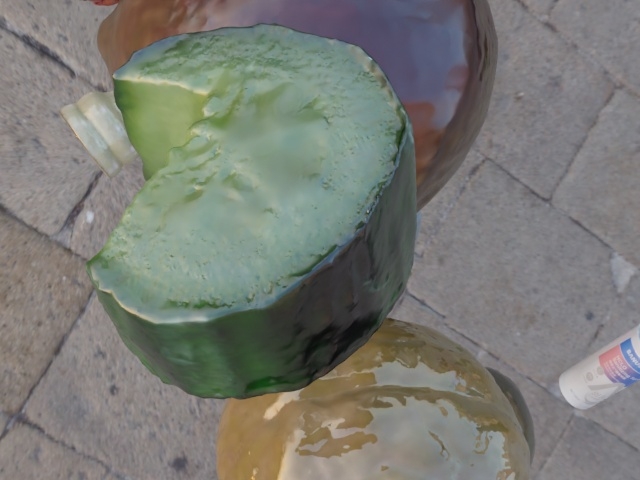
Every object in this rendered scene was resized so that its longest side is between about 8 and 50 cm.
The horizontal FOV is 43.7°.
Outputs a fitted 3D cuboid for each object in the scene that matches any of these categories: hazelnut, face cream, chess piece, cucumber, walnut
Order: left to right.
[{"bbox_3d":[-0.327,-0.263,1.526,0.300,0.167,0.167,-36,103,-9],"label":"chess piece"},{"bbox_3d":[-0.032,-0.013,0.448,0.191,0.130,0.191,-5,56,7],"label":"cucumber"},{"bbox_3d":[-0.021,-0.174,0.838,0.421,0.421,0.352,-6,113,-14],"label":"hazelnut"},{"bbox_3d":[0.043,0.215,0.676,0.285,0.285,0.296,-5,88,-14],"label":"walnut"},{"bbox_3d":[0.227,0.082,0.575,0.034,0.130,0.034,17,50,-21],"label":"face cream"}]

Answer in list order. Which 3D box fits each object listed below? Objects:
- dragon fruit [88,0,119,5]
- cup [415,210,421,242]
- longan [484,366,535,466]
[{"bbox_3d":[-0.425,-0.537,1.525,0.172,0.209,0.172,-10,129,-13],"label":"dragon fruit"},{"bbox_3d":[0.018,0.010,1.469,0.257,0.311,0.331,38,115,8],"label":"cup"},{"bbox_3d":[0.240,0.304,1.243,0.198,0.198,0.212,6,106,-16],"label":"longan"}]
